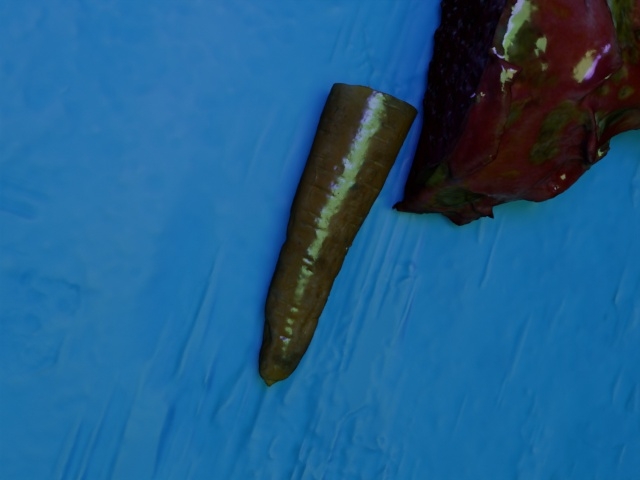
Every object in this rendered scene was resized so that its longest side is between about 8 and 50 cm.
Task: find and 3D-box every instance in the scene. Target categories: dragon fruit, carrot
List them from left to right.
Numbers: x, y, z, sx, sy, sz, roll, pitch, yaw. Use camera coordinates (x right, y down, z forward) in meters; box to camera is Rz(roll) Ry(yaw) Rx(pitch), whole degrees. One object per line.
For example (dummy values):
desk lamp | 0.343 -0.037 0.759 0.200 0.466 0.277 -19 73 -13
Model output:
carrot | 0.000 0.000 0.637 0.061 0.061 0.209 21 91 -13
dragon fruit | 0.179 -0.130 0.633 0.212 0.134 0.262 10 90 -20
